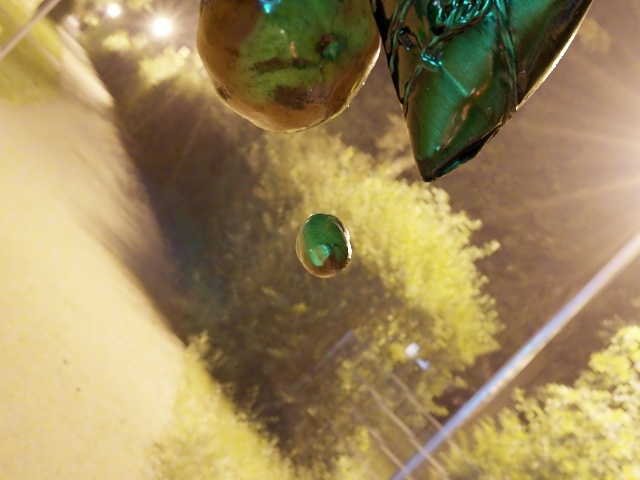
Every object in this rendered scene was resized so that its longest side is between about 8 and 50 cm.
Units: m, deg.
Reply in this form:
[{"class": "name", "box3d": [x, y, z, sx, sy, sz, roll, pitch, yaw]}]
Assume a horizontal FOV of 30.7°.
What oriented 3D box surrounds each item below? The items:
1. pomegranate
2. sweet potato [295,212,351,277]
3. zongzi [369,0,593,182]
[{"class": "pomegranate", "box3d": [-0.048, -0.297, 1.727, 0.281, 0.281, 0.281, 44, -1, 1]}, {"class": "sweet potato", "box3d": [0.000, 0.000, 1.124, 0.056, 0.056, 0.195, 45, 1, -8]}, {"class": "zongzi", "box3d": [0.216, -0.247, 1.501, 0.362, 0.319, 0.383, 34, 15, -40]}]
